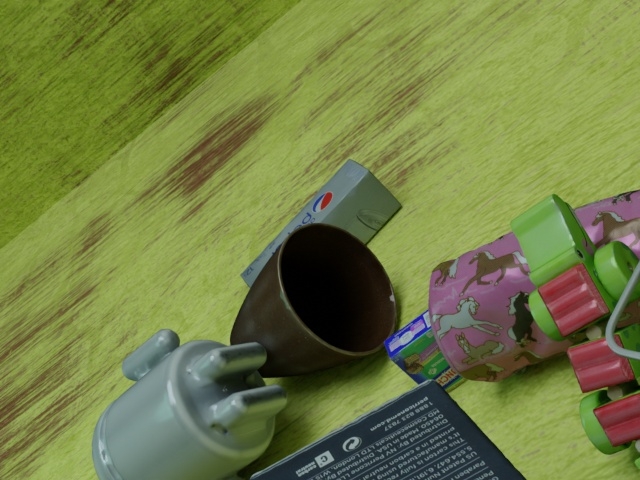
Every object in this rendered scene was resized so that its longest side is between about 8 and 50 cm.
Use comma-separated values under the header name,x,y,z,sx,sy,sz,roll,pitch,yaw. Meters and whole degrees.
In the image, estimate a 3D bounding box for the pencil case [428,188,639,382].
name,x,y,z,sx,sy,sz,roll,pitch,yaw
pencil case,0.319,0.048,1.149,0.386,0.167,0.160,-23,57,34

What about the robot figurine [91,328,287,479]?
name,x,y,z,sx,sy,sz,roll,pitch,yaw
robot figurine,-0.208,0.285,1.476,0.353,0.199,0.300,-39,65,32

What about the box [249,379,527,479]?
name,x,y,z,sx,sy,sz,roll,pitch,yaw
box,0.132,0.360,0.815,0.212,0.294,0.395,-28,27,-9

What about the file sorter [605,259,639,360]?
name,x,y,z,sx,sy,sz,roll,pitch,yaw
file sorter,0.413,0.103,0.853,0.193,0.277,0.173,9,64,56

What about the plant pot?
name,x,y,z,sx,sy,sz,roll,pitch,yaw
plant pot,-0.038,0.121,1.514,0.230,0.215,0.215,-38,26,42

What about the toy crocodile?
name,x,y,z,sx,sy,sz,roll,pitch,yaw
toy crocodile,0.296,0.112,1.014,0.115,0.105,0.341,-31,76,34

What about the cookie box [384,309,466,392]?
name,x,y,z,sx,sy,sz,roll,pitch,yaw
cookie box,0.154,0.149,1.299,0.092,0.107,0.040,-38,31,15

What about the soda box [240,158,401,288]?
name,x,y,z,sx,sy,sz,roll,pitch,yaw
soda box,0.000,0.000,1.699,0.286,0.098,0.091,-46,28,-2
